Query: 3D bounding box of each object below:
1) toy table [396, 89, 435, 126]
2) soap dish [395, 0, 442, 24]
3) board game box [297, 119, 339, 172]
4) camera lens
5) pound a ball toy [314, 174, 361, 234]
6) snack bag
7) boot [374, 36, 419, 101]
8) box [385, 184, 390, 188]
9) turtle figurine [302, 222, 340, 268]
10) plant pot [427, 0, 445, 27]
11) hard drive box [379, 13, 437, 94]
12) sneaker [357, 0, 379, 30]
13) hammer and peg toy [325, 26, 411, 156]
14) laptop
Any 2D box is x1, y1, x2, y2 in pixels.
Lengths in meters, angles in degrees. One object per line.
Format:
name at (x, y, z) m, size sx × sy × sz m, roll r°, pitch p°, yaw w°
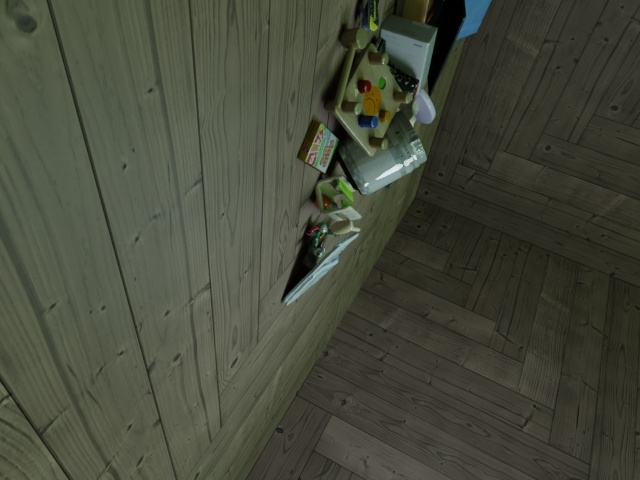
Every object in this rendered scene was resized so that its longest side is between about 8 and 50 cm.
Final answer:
toy table at (0.331, -0.535, 2.035) m, size 0.161 × 0.274 × 0.252 m, roll -53°, pitch -163°, yaw -10°
soap dish at (0.376, -0.912, 1.781) m, size 0.291 × 0.118 × 0.229 m, roll -58°, pitch 164°, yaw -29°
board game box at (0.000, -0.292, 1.597) m, size 0.124 × 0.039 × 0.259 m, roll -67°, pitch 168°, yaw 5°
camera lens at (0.207, -0.305, 1.765) m, size 0.274 × 0.219 × 0.219 m, roll -28°, pitch 168°, yaw 9°
pound a ball toy at (0.062, -0.107, 1.833) m, size 0.319 × 0.135 × 0.208 m, roll 17°, pitch 61°, yaw -76°
snack bag at (0.015, 0.106, 2.028) m, size 0.342 × 0.037 × 0.323 m, roll -47°, pitch 173°, yaw 20°
boot at (0.263, -0.595, 1.752) m, size 0.085 × 0.178 × 0.236 m, roll -61°, pitch 166°, yaw -20°
box at (0.299, -0.398, 2.268) m, size 0.165 × 0.143 × 0.270 m, roll -57°, pitch 162°, yaw -34°
turtle figurine at (0.000, 0.000, 1.890) m, size 0.175 × 0.118 × 0.234 m, roll -40°, pitch 167°, yaw -36°
plant pot at (0.509, -0.905, 2.209) m, size 0.234 × 0.165 × 0.165 m, roll -59°, pitch 166°, yaw 1°
hard drive box at (0.302, -0.662, 1.791) m, size 0.089 × 0.181 × 0.232 m, roll -59°, pitch 165°, yaw -26°
sneaker at (0.134, -0.678, 1.436) m, size 0.053 × 0.059 × 0.144 m, roll -5°, pitch 103°, yaw -44°
hammer and peg toy at (0.122, -0.454, 1.530) m, size 0.361 × 0.127 × 0.266 m, roll 38°, pitch 75°, yaw -48°
laptop at (0.573, -0.823, 1.911) m, size 0.382 × 0.236 × 0.408 m, roll 103°, pitch -8°, yaw -63°
